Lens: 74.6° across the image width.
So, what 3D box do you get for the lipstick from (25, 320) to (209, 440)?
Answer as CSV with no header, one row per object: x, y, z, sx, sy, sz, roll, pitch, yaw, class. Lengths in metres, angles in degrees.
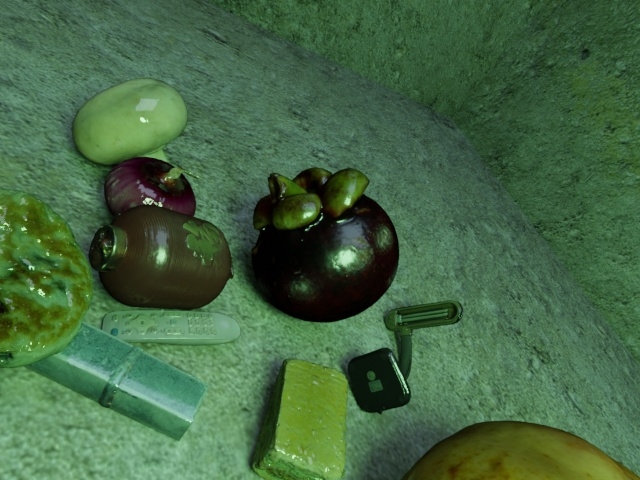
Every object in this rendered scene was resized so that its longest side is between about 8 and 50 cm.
-0.312,0.187,0.613,0.289,0.076,0.078,31,35,-8,lipstick

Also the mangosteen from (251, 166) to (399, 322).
0.000,0.000,0.865,0.307,0.306,0.347,-68,142,-54,mangosteen

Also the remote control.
-0.252,0.157,0.730,0.228,0.044,0.073,5,31,-26,remote control

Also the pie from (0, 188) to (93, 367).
-0.394,0.041,0.529,0.241,0.054,0.241,51,24,-33,pie

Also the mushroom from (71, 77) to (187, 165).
-0.406,-0.238,0.923,0.246,0.245,0.203,-51,130,-54,mushroom

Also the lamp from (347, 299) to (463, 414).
0.199,0.235,0.899,0.125,0.203,0.283,60,34,0,lamp

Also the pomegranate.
0.279,0.454,0.555,0.411,0.412,0.412,23,38,-19,pomegranate

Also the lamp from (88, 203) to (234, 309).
-0.267,0.028,0.724,0.258,0.180,0.180,20,35,-53,lamp

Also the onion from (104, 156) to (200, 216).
-0.337,-0.089,0.843,0.177,0.154,0.177,12,45,-12,onion

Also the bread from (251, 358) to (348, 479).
-0.027,0.305,0.703,0.138,0.102,0.196,29,33,-15,bread
